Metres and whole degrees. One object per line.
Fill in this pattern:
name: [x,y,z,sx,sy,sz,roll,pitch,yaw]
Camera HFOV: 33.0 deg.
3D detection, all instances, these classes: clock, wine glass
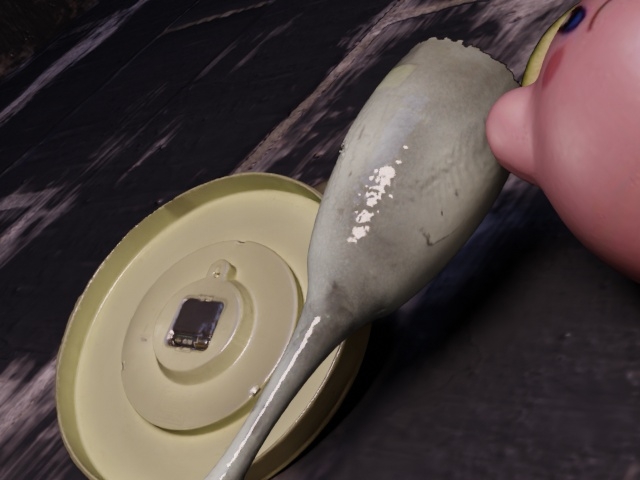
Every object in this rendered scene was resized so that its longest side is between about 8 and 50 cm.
clock: [-0.076,0.059,0.703,0.235,0.029,0.235,-17,51,23]
wine glass: [-0.039,-0.017,0.538,0.096,0.264,0.309,11,63,51]

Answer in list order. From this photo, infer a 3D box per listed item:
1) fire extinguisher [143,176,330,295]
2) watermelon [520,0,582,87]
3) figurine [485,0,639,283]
fire extinguisher: [0.000,0.000,0.760,0.268,0.072,0.089,-29,4,12]
watermelon: [0.194,-0.091,0.721,0.094,0.125,0.135,44,110,35]
figurine: [0.186,-0.060,0.527,0.173,0.173,0.173,-28,25,14]
